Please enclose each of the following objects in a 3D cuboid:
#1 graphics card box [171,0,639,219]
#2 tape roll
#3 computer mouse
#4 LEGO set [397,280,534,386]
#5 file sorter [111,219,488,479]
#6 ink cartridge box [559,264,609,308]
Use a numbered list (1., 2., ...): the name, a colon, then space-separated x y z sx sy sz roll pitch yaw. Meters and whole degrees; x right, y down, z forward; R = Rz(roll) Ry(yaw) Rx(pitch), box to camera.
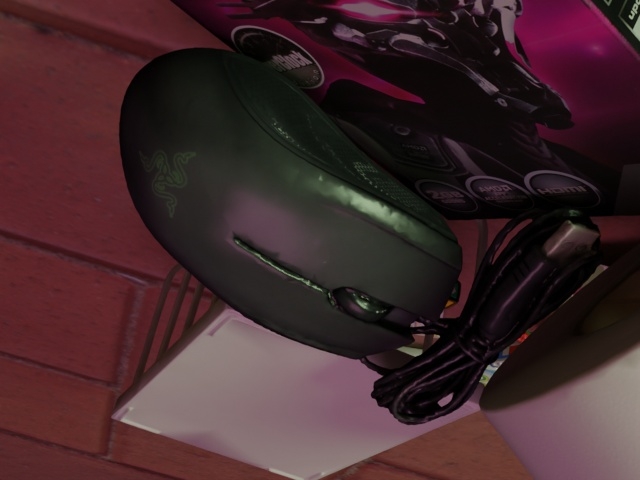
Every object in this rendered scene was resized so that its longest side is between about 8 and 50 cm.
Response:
1. graphics card box: 0.036 -0.138 0.433 0.371 0.094 0.232 34 161 -31
2. tape roll: 0.229 0.045 0.506 0.100 0.286 0.286 53 143 5
3. computer mouse: 0.000 0.000 0.505 0.272 0.072 0.188 34 124 -6
4. LEGO set: 0.149 0.112 0.862 0.182 0.060 0.244 8 151 8
5. file sorter: -0.019 0.063 0.743 0.192 0.173 0.277 23 147 -17
6. ink cartridge box: 0.307 0.063 0.738 0.235 0.056 0.171 21 156 38
